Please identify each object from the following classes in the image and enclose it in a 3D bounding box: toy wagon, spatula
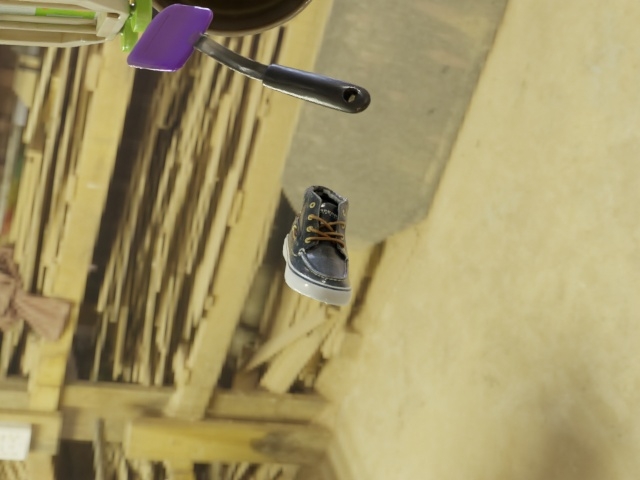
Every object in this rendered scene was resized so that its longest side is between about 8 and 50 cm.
[{"bbox_3d":[-0.341,-0.287,1.227,0.344,0.267,0.068,173,96,-71],"label":"toy wagon"},{"bbox_3d":[-0.074,-0.178,1.022,0.084,0.296,0.030,-61,-27,-13],"label":"spatula"}]

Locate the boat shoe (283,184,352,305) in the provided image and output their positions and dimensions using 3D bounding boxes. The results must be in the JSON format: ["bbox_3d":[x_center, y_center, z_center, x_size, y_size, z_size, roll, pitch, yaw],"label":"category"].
[{"bbox_3d":[0.000,0.000,1.044,0.183,0.065,0.083,-121,46,-69],"label":"boat shoe"}]

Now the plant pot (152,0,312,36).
[{"bbox_3d":[-0.145,-0.539,1.639,0.280,0.323,0.323,-92,20,-47],"label":"plant pot"}]
